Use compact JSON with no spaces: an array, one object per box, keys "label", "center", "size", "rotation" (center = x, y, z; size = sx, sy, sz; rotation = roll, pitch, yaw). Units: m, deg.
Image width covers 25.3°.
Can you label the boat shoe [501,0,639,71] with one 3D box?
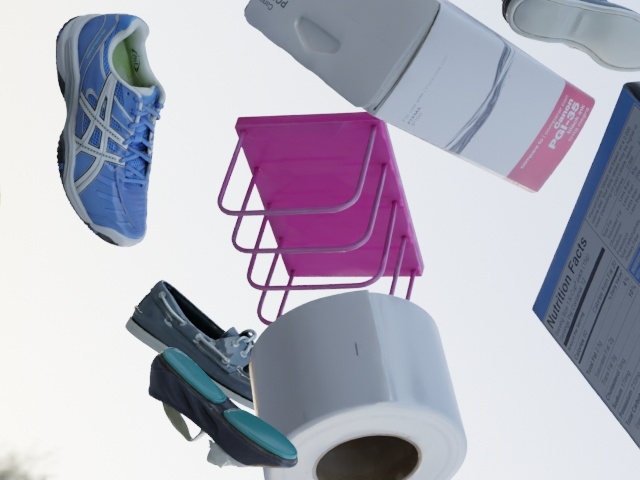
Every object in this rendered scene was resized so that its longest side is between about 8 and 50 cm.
[{"label":"boat shoe","center":[0.361,-0.298,1.953],"size":[0.079,0.255,0.095],"rotation":[-102,-153,-52]}]

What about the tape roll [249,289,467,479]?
[{"label":"tape roll","center":[0.042,0.202,1.725],"size":[0.246,0.246,0.169],"rotation":[116,-27,-43]}]

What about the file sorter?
[{"label":"file sorter","center":[0.000,0.000,1.887],"size":[0.182,0.202,0.290],"rotation":[-73,155,-43]}]

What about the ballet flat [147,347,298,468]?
[{"label":"ballet flat","center":[-0.110,0.196,1.516],"size":[0.203,0.074,0.074],"rotation":[37,-52,24]}]

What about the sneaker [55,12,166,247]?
[{"label":"sneaker","center":[-0.180,-0.099,1.247],"size":[0.081,0.080,0.211],"rotation":[-9,-89,38]}]

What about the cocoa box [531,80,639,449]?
[{"label":"cocoa box","center":[0.380,0.019,1.061],"size":[0.228,0.347,0.231],"rotation":[56,-37,40]}]

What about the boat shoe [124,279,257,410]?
[{"label":"boat shoe","center":[-0.145,0.169,2.159],"size":[0.099,0.319,0.116],"rotation":[-61,165,3]}]

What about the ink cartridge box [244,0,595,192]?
[{"label":"ink cartridge box","center":[0.097,-0.170,1.343],"size":[0.207,0.283,0.117],"rotation":[42,-76,38]}]
